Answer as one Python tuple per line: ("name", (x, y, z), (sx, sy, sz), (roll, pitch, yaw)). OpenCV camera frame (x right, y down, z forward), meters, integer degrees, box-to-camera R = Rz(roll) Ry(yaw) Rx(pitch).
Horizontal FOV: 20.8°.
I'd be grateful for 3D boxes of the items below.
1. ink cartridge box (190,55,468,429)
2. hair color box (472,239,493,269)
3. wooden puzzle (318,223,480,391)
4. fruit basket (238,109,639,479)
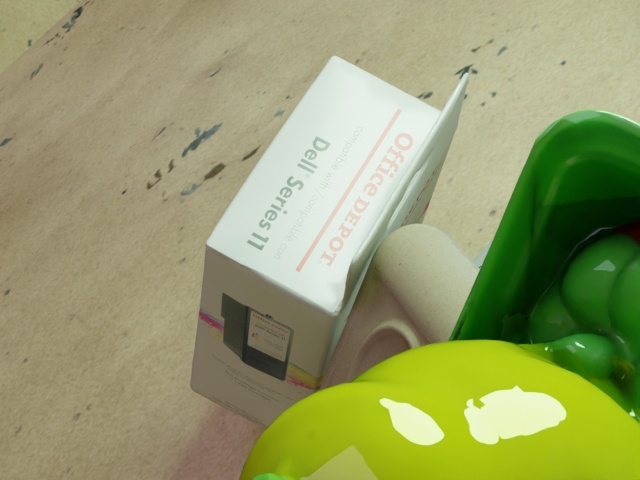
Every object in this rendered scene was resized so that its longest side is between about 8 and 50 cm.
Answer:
("ink cartridge box", (0.000, 0.000, 1.400), (0.207, 0.119, 0.353), (-58, -8, -27))
("hair color box", (0.213, 0.107, 1.203), (0.185, 0.113, 0.374), (-44, 29, -4))
("wooden puzzle", (0.067, 0.206, 1.167), (0.347, 0.081, 0.322), (-64, 30, 18))
("fruit basket", (0.126, 0.139, 0.791), (0.283, 0.392, 0.392), (25, 61, 12))
